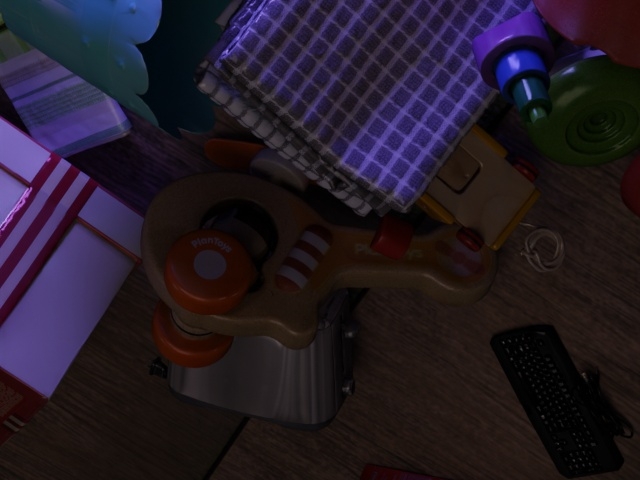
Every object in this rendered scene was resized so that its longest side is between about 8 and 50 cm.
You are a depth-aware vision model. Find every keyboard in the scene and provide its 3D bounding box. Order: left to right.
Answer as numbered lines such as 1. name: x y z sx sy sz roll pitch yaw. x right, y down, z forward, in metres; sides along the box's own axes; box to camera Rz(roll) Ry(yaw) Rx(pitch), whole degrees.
1. keyboard: 0.253 0.172 2.052 0.100 0.038 0.192 -18 115 29

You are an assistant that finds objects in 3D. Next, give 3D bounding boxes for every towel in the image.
1. towel: -0.272 -0.161 2.035 0.113 0.023 0.152 -18 112 26
2. towel: 0.054 -0.186 1.730 0.235 0.284 0.121 40 171 -26

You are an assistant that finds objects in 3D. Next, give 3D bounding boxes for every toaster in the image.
1. toaster: -0.070 0.096 2.065 0.227 0.129 0.146 13 121 14

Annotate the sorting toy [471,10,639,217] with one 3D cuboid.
1. sorting toy: 0.270 -0.066 1.737 0.127 0.126 0.365 -36 135 24

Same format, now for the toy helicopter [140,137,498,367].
1. toy helicopter: 0.000 0.000 1.956 0.355 0.235 0.140 4 148 -9

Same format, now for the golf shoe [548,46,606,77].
1. golf shoe: 0.283 -0.182 1.794 0.198 0.077 0.094 -11 107 18

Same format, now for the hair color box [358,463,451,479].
1. hair color box: 0.123 0.311 2.181 0.167 0.053 0.093 8 123 13

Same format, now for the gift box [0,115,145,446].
1. gift box: -0.344 0.031 2.036 0.255 0.258 0.276 38 152 -13

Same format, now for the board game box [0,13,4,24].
1. board game box: -0.340 -0.259 1.978 0.181 0.043 0.092 -27 109 31

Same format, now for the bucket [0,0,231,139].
1. bucket: -0.144 -0.248 1.772 0.183 0.281 0.281 30 128 17

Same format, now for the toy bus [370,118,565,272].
1. toy bus: 0.125 -0.067 1.898 0.191 0.104 0.202 -6 99 -14

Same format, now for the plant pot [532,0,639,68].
1. plant pot: 0.289 -0.298 1.605 0.272 0.272 0.265 18 133 8
